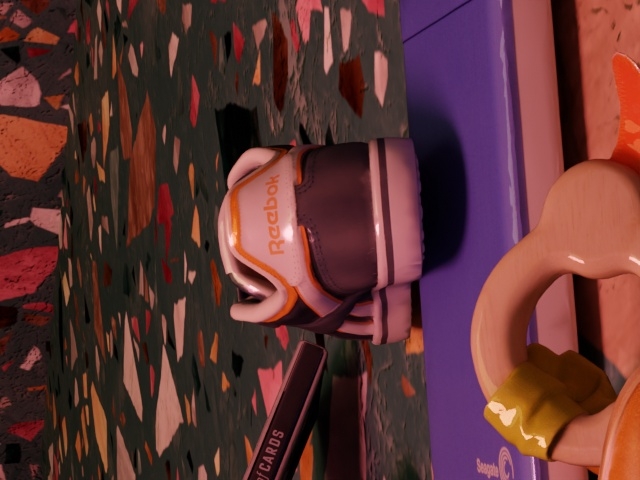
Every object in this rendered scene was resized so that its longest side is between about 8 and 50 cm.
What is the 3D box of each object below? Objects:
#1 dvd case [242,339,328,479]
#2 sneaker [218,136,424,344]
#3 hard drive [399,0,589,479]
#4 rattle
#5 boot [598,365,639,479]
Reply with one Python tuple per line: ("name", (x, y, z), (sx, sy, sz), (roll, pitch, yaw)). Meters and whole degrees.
("dvd case", (-0.051, 0.217, 1.505), (0.179, 0.029, 0.239), (99, -167, -67))
("sneaker", (0.000, 0.000, 1.235), (0.321, 0.127, 0.126), (82, -177, -77))
("hard drive", (0.100, -0.006, 1.129), (0.210, 0.040, 0.319), (165, 101, -77))
("rattle", (0.163, 0.020, 0.951), (0.130, 0.142, 0.200), (2, 79, 43))
("boot", (0.205, 0.193, 0.724), (0.211, 0.104, 0.295), (-171, 71, -72))
